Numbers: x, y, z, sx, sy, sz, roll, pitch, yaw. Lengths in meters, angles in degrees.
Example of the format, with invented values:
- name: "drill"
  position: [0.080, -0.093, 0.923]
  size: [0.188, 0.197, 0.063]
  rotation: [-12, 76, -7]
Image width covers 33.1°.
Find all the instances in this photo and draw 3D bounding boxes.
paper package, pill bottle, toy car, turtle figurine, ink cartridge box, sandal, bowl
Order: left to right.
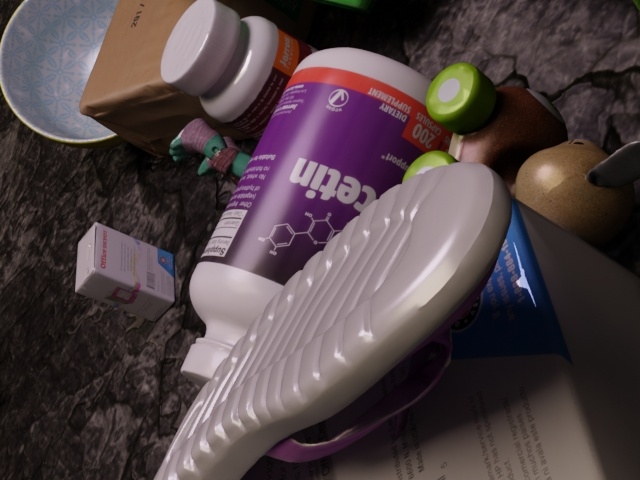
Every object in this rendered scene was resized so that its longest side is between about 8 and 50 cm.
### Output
- name: "bowl"
  position: [-0.343, -0.265, 1.703]
  size: [0.156, 0.289, 0.289]
  rotation: [65, -137, -74]
- name: "ink cartridge box"
  position: [-0.257, 0.042, 1.416]
  size: [0.052, 0.122, 0.088]
  rotation: [-42, 37, 31]
- name: "paper package"
  position: [-0.151, -0.299, 1.464]
  size: [0.309, 0.168, 0.325]
  rotation: [-3, 65, 54]
- name: "pill bottle"
  position: [-0.054, -0.168, 1.171]
  size: [0.121, 0.221, 0.121]
  rotation: [-35, 42, 39]
- name: "turtle figurine"
  position: [-0.053, -0.037, 1.168]
  size: [0.118, 0.175, 0.234]
  rotation: [-43, 66, -12]
- name: "pill bottle"
  position: [0.000, 0.000, 0.978]
  size: [0.181, 0.181, 0.323]
  rotation: [1, 62, 56]
- name: "sandal"
  position: [0.015, 0.083, 0.702]
  size: [0.416, 0.102, 0.169]
  rotation: [-43, 18, 51]
- name: "ink cartridge box"
  position: [0.073, 0.208, 0.765]
  size: [0.395, 0.166, 0.285]
  rotation: [-42, 37, 30]
- name: "toy car"
  position: [0.187, -0.050, 0.812]
  size: [0.188, 0.155, 0.149]
  rotation: [1, 69, 46]

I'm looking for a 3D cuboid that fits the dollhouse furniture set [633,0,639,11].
- name: "dollhouse furniture set"
  position: [0.298, -0.259, 0.870]
  size: [0.197, 0.151, 0.301]
  rotation: [-40, 16, 0]

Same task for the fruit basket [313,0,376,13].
- name: "fruit basket"
  position: [-0.044, -0.465, 1.209]
  size: [0.392, 0.392, 0.283]
  rotation: [-57, 1, 11]
